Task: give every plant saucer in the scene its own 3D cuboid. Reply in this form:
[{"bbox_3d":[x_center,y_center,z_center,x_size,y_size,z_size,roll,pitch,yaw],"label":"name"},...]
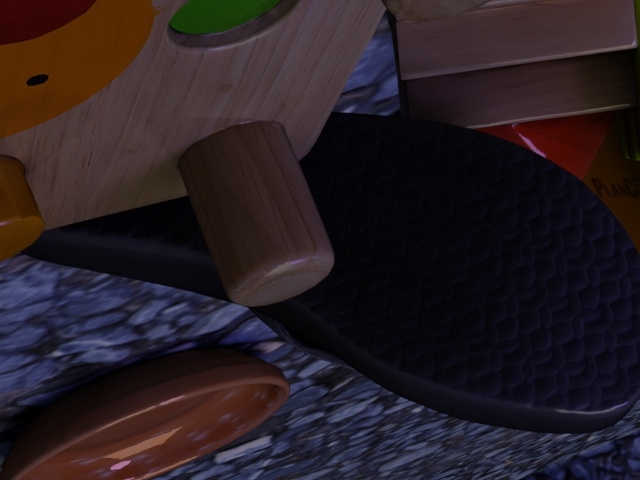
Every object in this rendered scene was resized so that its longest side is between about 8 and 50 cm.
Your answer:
[{"bbox_3d":[-0.118,0.119,1.109,0.200,0.037,0.200,-22,164,-7],"label":"plant saucer"}]

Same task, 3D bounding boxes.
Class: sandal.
[{"bbox_3d":[0.000,-0.001,0.604,0.097,0.254,0.054,-61,158,-24],"label":"sandal"}]

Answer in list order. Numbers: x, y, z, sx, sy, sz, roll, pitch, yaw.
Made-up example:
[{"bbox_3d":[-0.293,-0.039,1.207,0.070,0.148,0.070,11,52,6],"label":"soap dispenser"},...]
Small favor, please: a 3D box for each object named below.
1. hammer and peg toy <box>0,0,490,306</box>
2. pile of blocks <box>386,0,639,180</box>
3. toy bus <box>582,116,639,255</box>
[{"bbox_3d":[-0.088,-0.074,0.389,0.266,0.127,0.361,-15,162,-19],"label":"hammer and peg toy"},{"bbox_3d":[0.189,-0.068,0.654,0.362,0.112,0.149,-10,-174,-21],"label":"pile of blocks"},{"bbox_3d":[0.139,-0.004,0.944,0.130,0.108,0.333,-33,161,36],"label":"toy bus"}]
